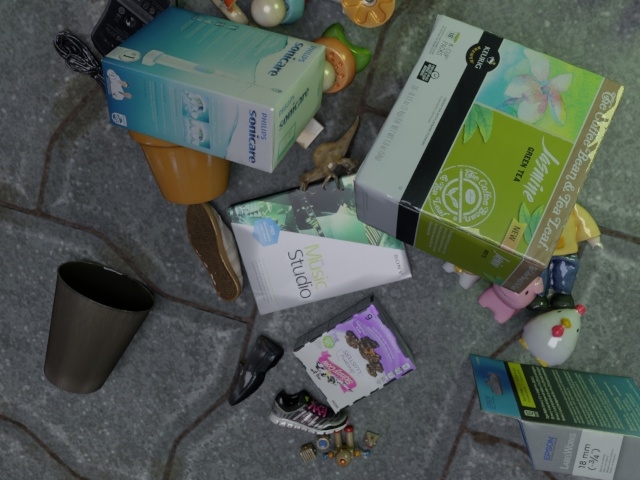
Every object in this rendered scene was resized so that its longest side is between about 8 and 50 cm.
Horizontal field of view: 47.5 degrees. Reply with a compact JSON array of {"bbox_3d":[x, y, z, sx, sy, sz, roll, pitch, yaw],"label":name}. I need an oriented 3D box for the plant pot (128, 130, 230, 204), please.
[{"bbox_3d":[-0.248,-0.178,1.361,0.205,0.205,0.188,-2,119,6],"label":"plant pot"}]

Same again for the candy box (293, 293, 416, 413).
[{"bbox_3d":[0.070,0.233,1.487,0.196,0.070,0.165,-32,99,12],"label":"candy box"}]

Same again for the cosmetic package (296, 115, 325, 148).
[{"bbox_3d":[-0.052,-0.235,1.395,0.115,0.041,0.060,40,104,-5],"label":"cosmetic package"}]

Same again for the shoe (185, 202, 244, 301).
[{"bbox_3d":[-0.210,0.016,1.473,0.076,0.058,0.219,-15,99,30],"label":"shoe"}]

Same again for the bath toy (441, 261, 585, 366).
[{"bbox_3d":[0.342,0.076,1.337,0.348,0.151,0.129,46,103,13],"label":"bath toy"}]

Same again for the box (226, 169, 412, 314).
[{"bbox_3d":[0.000,0.000,1.442,0.322,0.058,0.232,-15,102,8],"label":"box"}]

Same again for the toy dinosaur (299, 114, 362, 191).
[{"bbox_3d":[0.033,-0.156,1.365,0.092,0.053,0.183,41,89,19],"label":"toy dinosaur"}]

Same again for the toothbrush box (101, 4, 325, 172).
[{"bbox_3d":[-0.166,-0.254,1.185,0.295,0.216,0.126,16,134,13],"label":"toothbrush box"}]

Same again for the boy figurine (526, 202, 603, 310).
[{"bbox_3d":[0.448,-0.011,1.380,0.177,0.092,0.285,3,108,9],"label":"boy figurine"}]

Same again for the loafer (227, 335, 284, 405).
[{"bbox_3d":[-0.147,0.276,1.533,0.061,0.062,0.170,42,102,17],"label":"loafer"}]

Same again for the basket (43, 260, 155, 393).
[{"bbox_3d":[-0.474,0.186,1.492,0.204,0.154,0.227,26,109,0],"label":"basket"}]

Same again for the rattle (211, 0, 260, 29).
[{"bbox_3d":[-0.186,-0.377,1.285,0.143,0.199,0.130,-26,98,5],"label":"rattle"}]

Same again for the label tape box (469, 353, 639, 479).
[{"bbox_3d":[0.454,0.337,1.391,0.334,0.240,0.106,8,107,4],"label":"label tape box"}]

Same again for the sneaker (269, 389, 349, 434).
[{"bbox_3d":[-0.024,0.357,1.532,0.170,0.063,0.074,7,111,9],"label":"sneaker"}]

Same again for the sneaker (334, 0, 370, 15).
[{"bbox_3d":[0.021,-0.475,1.321,0.061,0.053,0.152,-42,98,16],"label":"sneaker"}]

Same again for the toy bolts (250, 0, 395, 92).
[{"bbox_3d":[-0.005,-0.388,1.261,0.228,0.158,0.218,39,132,-3],"label":"toy bolts"}]

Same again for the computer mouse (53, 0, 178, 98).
[{"bbox_3d":[-0.363,-0.405,1.373,0.188,0.072,0.272,43,116,-8],"label":"computer mouse"}]

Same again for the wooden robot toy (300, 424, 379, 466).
[{"bbox_3d":[0.039,0.444,1.541,0.173,0.079,0.076,-7,104,7],"label":"wooden robot toy"}]

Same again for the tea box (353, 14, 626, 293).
[{"bbox_3d":[0.268,-0.137,1.211,0.323,0.220,0.329,24,78,10],"label":"tea box"}]
